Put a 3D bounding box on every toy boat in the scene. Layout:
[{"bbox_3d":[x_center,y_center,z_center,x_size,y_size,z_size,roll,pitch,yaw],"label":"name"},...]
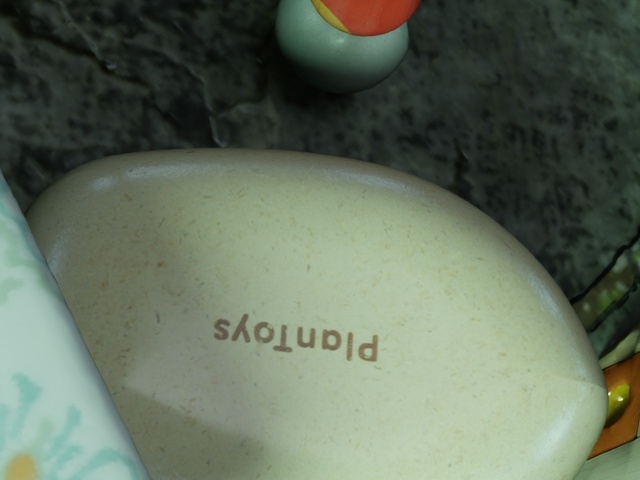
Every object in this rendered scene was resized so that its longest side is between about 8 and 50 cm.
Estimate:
[{"bbox_3d":[0.000,0.000,0.879,0.267,0.148,0.318,13,70,-7],"label":"toy boat"}]

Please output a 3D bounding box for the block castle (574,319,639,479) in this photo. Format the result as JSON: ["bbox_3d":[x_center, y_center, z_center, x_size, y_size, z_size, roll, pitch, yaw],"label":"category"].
[{"bbox_3d":[0.289,0.177,0.919,0.303,0.213,0.453,25,60,-17],"label":"block castle"}]

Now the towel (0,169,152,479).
[{"bbox_3d":[-0.225,0.070,0.610,0.320,0.090,0.374,-18,74,-36],"label":"towel"}]
